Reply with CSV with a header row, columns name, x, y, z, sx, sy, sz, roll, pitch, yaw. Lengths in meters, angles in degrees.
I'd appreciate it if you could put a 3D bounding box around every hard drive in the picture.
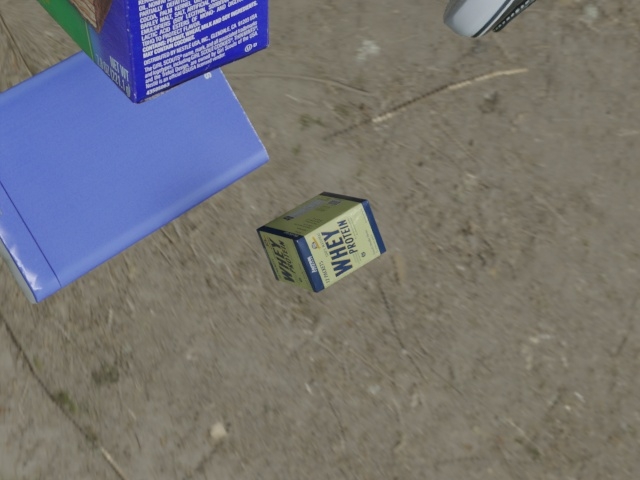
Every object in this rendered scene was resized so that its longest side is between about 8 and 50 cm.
name,x,y,z,sx,sy,sz,roll,pitch,yaw
hard drive,-0.233,-0.102,1.461,0.318,0.040,0.210,-34,100,-26

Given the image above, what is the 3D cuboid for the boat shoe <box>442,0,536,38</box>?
name,x,y,z,sx,sy,sz,roll,pitch,yaw
boat shoe,0.251,-0.295,1.225,0.119,0.121,0.335,34,122,-16

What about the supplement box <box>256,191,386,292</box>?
name,x,y,z,sx,sy,sz,roll,pitch,yaw
supplement box,0.000,0.000,1.251,0.083,0.083,0.056,-30,111,-23

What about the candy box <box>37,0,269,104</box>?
name,x,y,z,sx,sy,sz,roll,pitch,yaw
candy box,-0.152,-0.291,0.846,0.122,0.268,0.317,-29,146,-25
